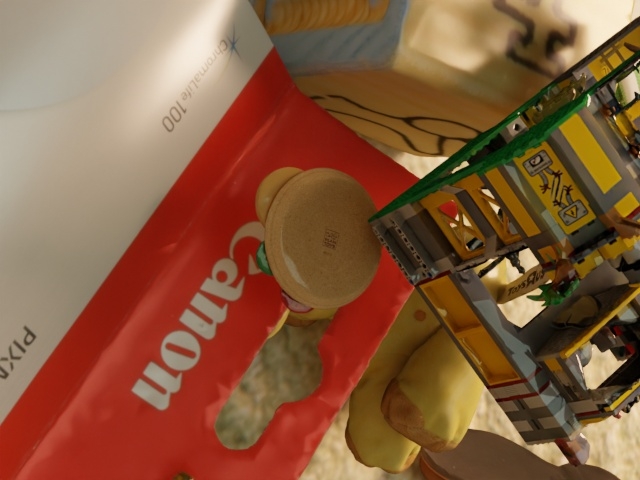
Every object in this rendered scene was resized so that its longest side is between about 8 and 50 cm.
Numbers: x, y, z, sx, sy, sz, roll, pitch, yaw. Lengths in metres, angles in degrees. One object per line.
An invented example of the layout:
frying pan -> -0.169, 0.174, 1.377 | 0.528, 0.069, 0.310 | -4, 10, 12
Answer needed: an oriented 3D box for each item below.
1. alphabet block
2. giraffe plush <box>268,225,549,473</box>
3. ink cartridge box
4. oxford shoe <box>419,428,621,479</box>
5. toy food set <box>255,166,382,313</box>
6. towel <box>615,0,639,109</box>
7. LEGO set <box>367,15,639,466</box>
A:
alphabet block -> 0.075, -0.171, 0.896 | 0.197, 0.192, 0.193 | 18, 83, -39
giraffe plush -> 0.026, 0.035, 0.894 | 0.171, 0.210, 0.181 | 22, 44, -14
ink cartridge box -> -0.126, -0.025, 0.720 | 0.385, 0.091, 0.308 | 37, 68, -9
oxford shoe -> 0.156, 0.208, 1.064 | 0.212, 0.076, 0.076 | 23, 118, -27
toy food set -> 0.000, 0.000, 0.763 | 0.083, 0.020, 0.082 | 1, 88, -35
towel -> 0.319, -0.286, 1.136 | 0.325, 0.038, 0.248 | -49, 133, -20
LEGO set -> 0.203, -0.017, 0.734 | 0.331, 0.255, 0.192 | -38, 94, -33
